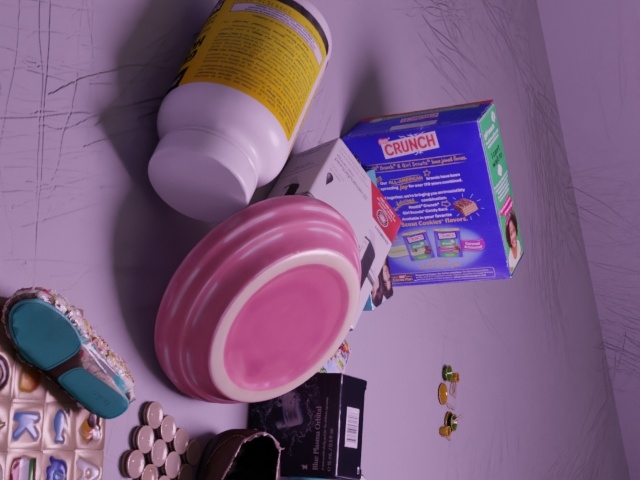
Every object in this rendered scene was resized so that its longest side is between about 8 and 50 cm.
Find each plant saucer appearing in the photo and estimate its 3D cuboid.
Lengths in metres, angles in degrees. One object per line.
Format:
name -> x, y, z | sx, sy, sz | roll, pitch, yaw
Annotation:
plant saucer -> -0.067, 0.099, 1.528 | 0.332, 0.084, 0.332 | -25, 135, -27

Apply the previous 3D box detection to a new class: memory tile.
memory tile -> -0.213, 0.296, 1.498 | 0.148, 0.012, 0.113 | 57, 40, -44

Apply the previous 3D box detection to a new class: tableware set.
tableware set -> 0.284, 0.356, 2.420 | 0.104, 0.024, 0.154 | 44, 50, -52

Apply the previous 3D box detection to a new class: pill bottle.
pill bottle -> -0.115, -0.193, 1.548 | 0.188, 0.188, 0.334 | 61, 37, -40

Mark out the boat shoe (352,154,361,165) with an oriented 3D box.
boat shoe -> 0.027, -0.135, 1.951 | 0.152, 0.056, 0.049 | -32, 120, -59

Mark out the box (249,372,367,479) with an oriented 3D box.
box -> -0.021, 0.286, 1.704 | 0.093, 0.158, 0.156 | 27, 63, -59

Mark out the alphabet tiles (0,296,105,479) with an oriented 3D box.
alphabet tiles -> -0.353, 0.208, 1.245 | 0.342, 0.011, 0.285 | 18, 71, -60

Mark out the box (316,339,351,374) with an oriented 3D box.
box -> -0.014, 0.170, 1.861 | 0.207, 0.036, 0.114 | 59, 39, -42

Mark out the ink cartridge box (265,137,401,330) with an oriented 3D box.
ink cartridge box -> 0.000, 0.000, 1.777 | 0.197, 0.114, 0.273 | 52, 42, -23

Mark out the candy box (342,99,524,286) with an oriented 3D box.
candy box -> 0.214, -0.084, 2.073 | 0.122, 0.268, 0.317 | -53, 132, -56

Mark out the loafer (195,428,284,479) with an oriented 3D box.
loafer -> -0.128, 0.411, 1.484 | 0.134, 0.130, 0.366 | 17, 57, -18

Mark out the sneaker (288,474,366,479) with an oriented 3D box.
sneaker -> 0.027, 0.439, 1.849 | 0.275, 0.107, 0.110 | 48, 56, -50

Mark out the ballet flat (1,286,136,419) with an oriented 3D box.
ballet flat -> -0.295, 0.121, 1.287 | 0.077, 0.091, 0.241 | -109, 175, -47

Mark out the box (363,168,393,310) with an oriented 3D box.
box -> 0.072, -0.001, 2.016 | 0.100, 0.060, 0.244 | -29, 113, -59
